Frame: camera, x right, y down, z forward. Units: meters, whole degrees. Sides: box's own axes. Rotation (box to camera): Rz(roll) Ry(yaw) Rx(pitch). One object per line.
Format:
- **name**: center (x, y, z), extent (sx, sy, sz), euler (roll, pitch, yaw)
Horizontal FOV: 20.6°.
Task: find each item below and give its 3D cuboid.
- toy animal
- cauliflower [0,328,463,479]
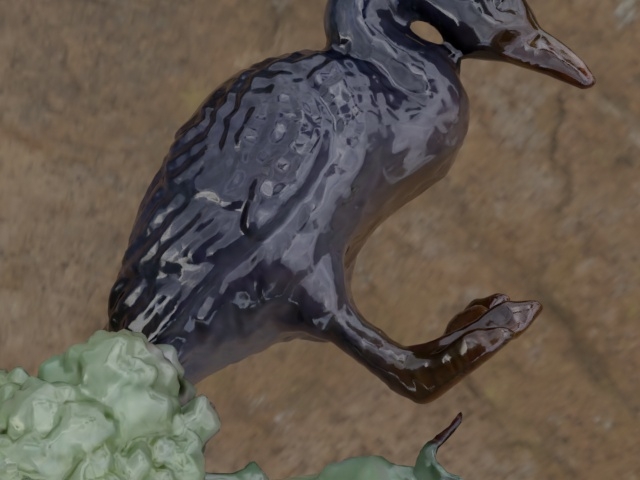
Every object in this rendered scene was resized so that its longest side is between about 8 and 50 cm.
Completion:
- **toy animal**: center (0.000, 0.000, 0.832), extent (0.298, 0.122, 0.185), euler (-39, 88, 5)
- **cauliflower**: center (-0.051, 0.150, 0.649), extent (0.256, 0.239, 0.315), euler (49, 42, 13)
